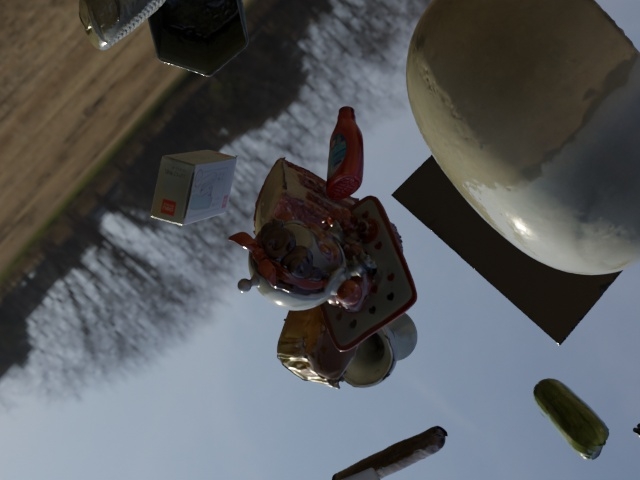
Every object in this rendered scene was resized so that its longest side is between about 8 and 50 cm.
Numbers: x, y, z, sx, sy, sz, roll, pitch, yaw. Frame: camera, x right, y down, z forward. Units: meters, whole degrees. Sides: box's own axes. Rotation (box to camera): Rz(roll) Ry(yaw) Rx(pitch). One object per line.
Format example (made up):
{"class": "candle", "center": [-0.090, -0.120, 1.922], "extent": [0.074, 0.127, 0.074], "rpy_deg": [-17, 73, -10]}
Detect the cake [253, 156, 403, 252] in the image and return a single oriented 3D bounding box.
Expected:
{"class": "cake", "center": [0.000, 0.000, 1.900], "extent": [0.160, 0.262, 0.158], "rpy_deg": [-53, -161, 20]}

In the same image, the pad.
{"class": "pad", "center": [0.331, -0.035, 1.815], "extent": [0.247, 0.367, 0.007], "rpy_deg": [-45, 169, -17]}

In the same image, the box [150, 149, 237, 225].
{"class": "box", "center": [-0.262, -0.118, 2.307], "extent": [0.269, 0.079, 0.135], "rpy_deg": [-25, 130, -73]}

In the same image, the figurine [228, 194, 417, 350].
{"class": "figurine", "center": [-0.020, 0.029, 1.449], "extent": [0.160, 0.184, 0.226], "rpy_deg": [-38, 148, 30]}

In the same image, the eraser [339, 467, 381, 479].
{"class": "eraser", "center": [-0.004, 0.437, 1.686], "extent": [0.124, 0.068, 0.210], "rpy_deg": [-4, 145, -51]}

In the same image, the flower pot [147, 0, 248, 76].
{"class": "flower pot", "center": [-0.275, -0.513, 2.456], "extent": [0.209, 0.239, 0.190], "rpy_deg": [-10, -145, 1]}

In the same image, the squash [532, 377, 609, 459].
{"class": "squash", "center": [0.407, 0.286, 1.774], "extent": [0.069, 0.069, 0.239], "rpy_deg": [-46, -162, 5]}

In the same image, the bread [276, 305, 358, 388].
{"class": "bread", "center": [0.018, 0.146, 2.064], "extent": [0.107, 0.136, 0.241], "rpy_deg": [-5, -127, 45]}

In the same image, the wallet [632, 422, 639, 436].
{"class": "wallet", "center": [0.462, 0.266, 1.393], "extent": [0.088, 0.129, 0.026], "rpy_deg": [31, -86, 43]}

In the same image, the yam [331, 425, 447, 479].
{"class": "yam", "center": [0.116, 0.374, 1.855], "extent": [0.264, 0.046, 0.046], "rpy_deg": [-35, -165, 40]}

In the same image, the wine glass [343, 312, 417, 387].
{"class": "wine glass", "center": [0.121, 0.230, 2.422], "extent": [0.165, 0.165, 0.196], "rpy_deg": [-43, 168, 22]}

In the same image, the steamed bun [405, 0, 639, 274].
{"class": "steamed bun", "center": [0.216, -0.111, 1.060], "extent": [0.206, 0.324, 0.324], "rpy_deg": [-41, -170, 13]}

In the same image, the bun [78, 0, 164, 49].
{"class": "bun", "center": [-0.321, -0.388, 1.724], "extent": [0.167, 0.113, 0.173], "rpy_deg": [-49, -168, -33]}

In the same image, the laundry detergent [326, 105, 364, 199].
{"class": "laundry detergent", "center": [0.040, -0.154, 1.854], "extent": [0.097, 0.049, 0.165], "rpy_deg": [-42, -143, 46]}
